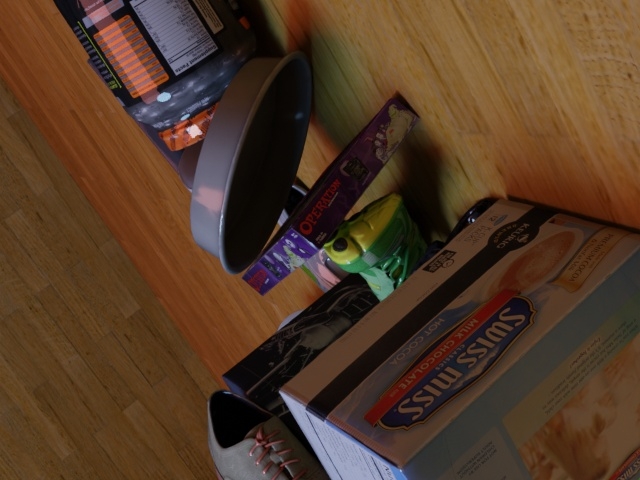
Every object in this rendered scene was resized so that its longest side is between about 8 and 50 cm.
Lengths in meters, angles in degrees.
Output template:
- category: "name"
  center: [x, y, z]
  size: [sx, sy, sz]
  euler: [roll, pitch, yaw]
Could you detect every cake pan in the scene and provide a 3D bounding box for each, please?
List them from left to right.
- category: "cake pan"
  center: [-0.086, -0.103, 1.310]
  size: [0.054, 0.293, 0.293]
  euler: [19, 154, 11]

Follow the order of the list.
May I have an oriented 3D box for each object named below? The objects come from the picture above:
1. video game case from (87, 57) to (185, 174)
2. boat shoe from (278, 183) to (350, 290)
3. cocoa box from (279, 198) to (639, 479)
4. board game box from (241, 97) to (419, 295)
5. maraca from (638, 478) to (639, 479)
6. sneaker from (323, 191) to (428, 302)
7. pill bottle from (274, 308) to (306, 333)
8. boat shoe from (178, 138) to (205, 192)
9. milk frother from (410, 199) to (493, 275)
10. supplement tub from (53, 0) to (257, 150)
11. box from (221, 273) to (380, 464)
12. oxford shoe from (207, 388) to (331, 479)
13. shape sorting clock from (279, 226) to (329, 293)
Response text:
- category: "video game case"
  center: [-0.220, -0.192, 1.643]
  size: [0.275, 0.035, 0.248]
  euler: [51, -162, 1]
- category: "boat shoe"
  center: [0.000, -0.001, 1.632]
  size: [0.227, 0.079, 0.081]
  euler: [48, 167, 20]
- category: "cocoa box"
  center: [0.184, 0.159, 1.063]
  size: [0.228, 0.347, 0.231]
  euler: [20, 144, 57]
- category: "board game box"
  center: [0.001, -0.044, 1.338]
  size: [0.056, 0.208, 0.347]
  euler: [42, 162, -2]
- category: "maraca"
  center: [0.440, 0.380, 1.292]
  size: [0.186, 0.099, 0.127]
  euler: [-110, 5, -46]
- category: "sneaker"
  center: [0.089, 0.014, 1.295]
  size: [0.123, 0.109, 0.295]
  euler: [56, -168, 7]
- category: "pill bottle"
  center: [-0.006, 0.260, 1.993]
  size: [0.181, 0.181, 0.323]
  euler: [42, 160, 26]
- category: "boat shoe"
  center: [-0.133, -0.129, 1.505]
  size: [0.105, 0.113, 0.306]
  euler: [55, -169, -29]
- category: "milk frother"
  center: [0.196, 0.039, 1.227]
  size: [0.134, 0.129, 0.143]
  euler: [22, 142, -26]
- category: "supplement tub"
  center: [-0.221, -0.302, 1.367]
  size: [0.338, 0.207, 0.207]
  euler: [59, 161, -17]
- category: "box"
  center: [0.090, 0.205, 1.439]
  size: [0.343, 0.312, 0.179]
  euler: [20, 144, 58]
- category: "oxford shoe"
  center: [-0.054, 0.297, 1.275]
  size: [0.348, 0.123, 0.130]
  euler: [25, 142, 52]
- category: "shape sorting clock"
  center: [0.007, 0.046, 1.770]
  size: [0.206, 0.040, 0.206]
  euler: [48, 170, 11]
